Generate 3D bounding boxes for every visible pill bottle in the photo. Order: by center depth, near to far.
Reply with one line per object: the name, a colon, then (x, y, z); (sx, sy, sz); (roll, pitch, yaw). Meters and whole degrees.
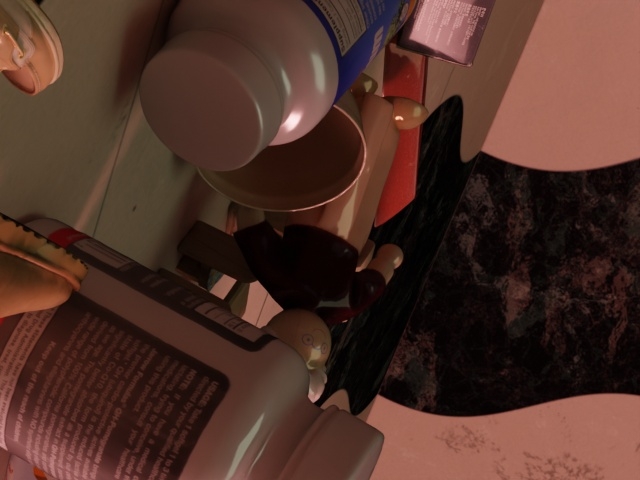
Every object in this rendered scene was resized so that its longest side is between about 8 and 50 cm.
pill bottle: (-0.119, 0.127, 1.234); (0.176, 0.319, 0.176); (-58, 168, -20)
pill bottle: (-0.035, -0.174, 1.354); (0.272, 0.152, 0.152); (-52, 165, -44)

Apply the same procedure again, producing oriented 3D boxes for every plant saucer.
plant saucer: (0.100, -0.188, 1.882); (0.259, 0.048, 0.258); (-79, 173, -53)

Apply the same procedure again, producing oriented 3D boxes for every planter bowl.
planter bowl: (-0.038, -0.120, 1.520); (0.162, 0.162, 0.109); (104, -11, -48)

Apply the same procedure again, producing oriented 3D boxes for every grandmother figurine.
grandmother figurine: (0.000, 0.000, 1.628); (0.104, 0.208, 0.342); (-22, -131, 63)

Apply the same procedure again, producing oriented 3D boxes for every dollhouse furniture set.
dollhouse furniture set: (-0.072, 0.079, 1.747); (0.242, 0.161, 0.212); (-55, 167, -35)

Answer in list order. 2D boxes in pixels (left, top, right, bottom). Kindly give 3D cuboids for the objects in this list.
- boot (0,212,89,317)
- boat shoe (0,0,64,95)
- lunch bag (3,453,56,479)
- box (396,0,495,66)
boot: (-0.280, 0.097, 1.062); (0.269, 0.089, 0.236); (-62, 158, -5)
boat shoe: (-0.201, -0.129, 0.951); (0.059, 0.063, 0.170); (-57, 158, -18)
lunch bag: (-0.173, 0.297, 1.519); (0.385, 0.239, 0.327); (21, 85, -77)
box: (0.179, -0.430, 1.676); (0.318, 0.097, 0.395); (-77, -177, -49)
